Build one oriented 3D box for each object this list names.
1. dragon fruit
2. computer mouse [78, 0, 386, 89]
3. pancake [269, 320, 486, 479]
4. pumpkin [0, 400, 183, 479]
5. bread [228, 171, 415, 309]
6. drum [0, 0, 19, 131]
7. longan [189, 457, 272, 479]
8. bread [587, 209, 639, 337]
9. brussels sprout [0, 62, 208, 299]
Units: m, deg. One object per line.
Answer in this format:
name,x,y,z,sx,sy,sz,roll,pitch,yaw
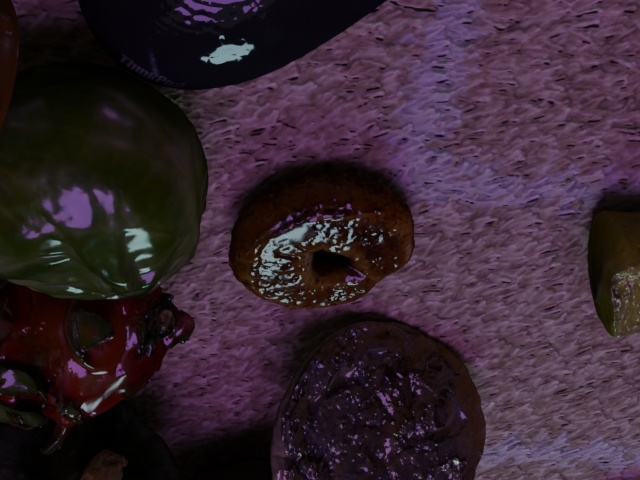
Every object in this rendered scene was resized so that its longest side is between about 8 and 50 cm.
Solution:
dragon fruit,-0.268,0.113,1.399,0.200,0.269,0.198,-2,111,54
computer mouse,-0.077,-0.207,1.162,0.269,0.100,0.170,-25,135,20
pancake,0.064,0.224,1.561,0.283,0.049,0.282,-2,96,-22
pumpkin,-0.276,0.295,1.519,0.300,0.300,0.207,25,139,-28
bread,0.000,0.000,1.416,0.193,0.064,0.193,-6,141,-5
drum,-0.433,-0.080,1.039,0.431,0.431,0.214,-35,130,27
longan,-0.083,0.409,1.691,0.288,0.288,0.350,28,119,-30
bread,0.327,0.025,1.436,0.114,0.111,0.129,-5,135,-7
brussels sprout,-0.206,-0.048,1.237,0.244,0.244,0.244,-3,136,-3
